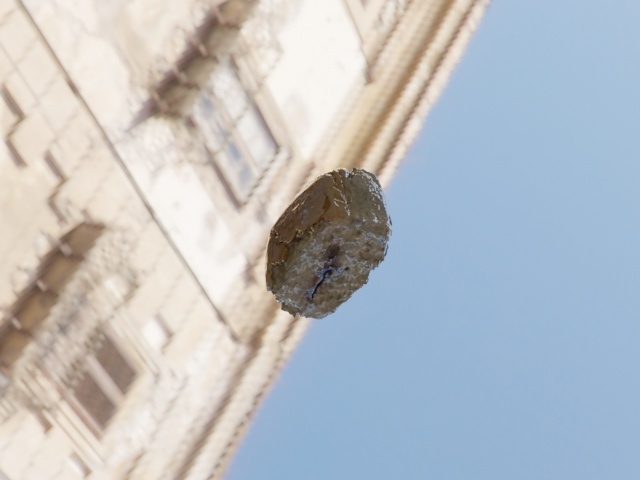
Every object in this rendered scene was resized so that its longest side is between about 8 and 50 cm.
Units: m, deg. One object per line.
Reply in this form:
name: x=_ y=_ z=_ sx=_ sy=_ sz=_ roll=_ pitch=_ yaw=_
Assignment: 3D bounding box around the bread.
bread: x=0.001 y=-0.001 z=1.408 sx=0.125 sy=0.082 sz=0.106 roll=-55 pitch=-151 yaw=27
